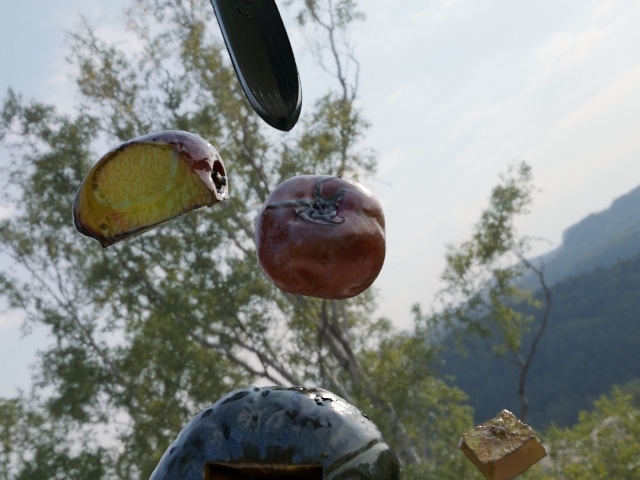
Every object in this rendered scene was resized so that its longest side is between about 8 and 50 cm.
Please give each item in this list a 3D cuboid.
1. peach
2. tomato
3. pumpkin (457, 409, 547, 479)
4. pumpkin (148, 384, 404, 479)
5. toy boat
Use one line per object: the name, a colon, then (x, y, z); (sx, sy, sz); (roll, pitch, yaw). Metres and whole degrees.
peach: (-0.280, -0.090, 1.239); (0.267, 0.158, 0.154); (-22, -1, 21)
tomato: (0.001, -0.003, 1.273); (0.232, 0.232, 0.188); (-24, -38, -25)
pumpkin: (0.222, 0.257, 0.921); (0.083, 0.054, 0.074); (-26, 26, -9)
pumpkin: (-0.054, 0.319, 0.857); (0.320, 0.320, 0.192); (-29, -21, -2)
toy boat: (-0.051, -0.163, 0.663); (0.055, 0.141, 0.060); (-21, 12, -7)
